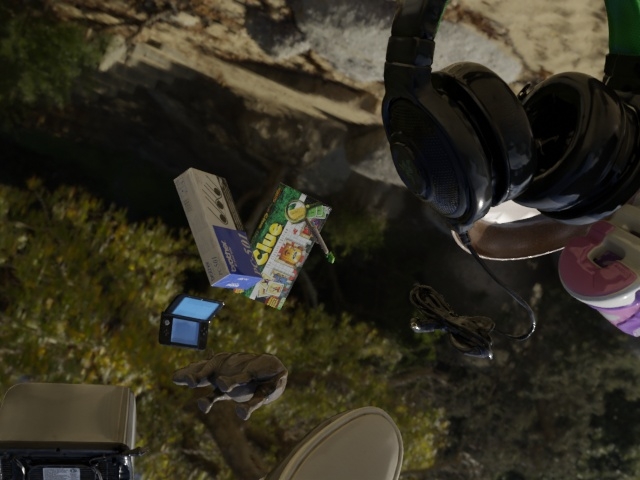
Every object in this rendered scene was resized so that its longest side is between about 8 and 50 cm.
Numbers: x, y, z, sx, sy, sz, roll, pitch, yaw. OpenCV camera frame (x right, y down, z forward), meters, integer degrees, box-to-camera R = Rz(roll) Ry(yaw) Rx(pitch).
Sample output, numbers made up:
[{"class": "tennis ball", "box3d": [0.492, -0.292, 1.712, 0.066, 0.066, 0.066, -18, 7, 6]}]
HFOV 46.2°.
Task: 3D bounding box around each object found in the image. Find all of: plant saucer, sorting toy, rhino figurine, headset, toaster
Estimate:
[{"class": "plant saucer", "box3d": [0.297, -0.086, 0.914, 0.311, 0.310, 0.050, 19, -139, -41]}, {"class": "sorting toy", "box3d": [0.000, 0.000, 1.302, 0.083, 0.012, 0.062, 62, 174, -23]}, {"class": "rhino figurine", "box3d": [-0.141, 0.203, 1.110, 0.106, 0.073, 0.243, -25, -167, -38]}, {"class": "headset", "box3d": [0.156, -0.085, 0.669, 0.243, 0.394, 0.185, -2, -164, -23]}, {"class": "toaster", "box3d": [-0.302, 0.267, 0.910, 0.186, 0.168, 0.110, 3, -144, -11]}]

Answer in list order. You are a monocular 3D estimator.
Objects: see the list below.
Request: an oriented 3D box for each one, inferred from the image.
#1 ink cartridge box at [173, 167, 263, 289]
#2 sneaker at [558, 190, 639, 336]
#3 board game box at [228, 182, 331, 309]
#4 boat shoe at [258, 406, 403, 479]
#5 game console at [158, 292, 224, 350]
[{"class": "ink cartridge box", "box3d": [-0.175, -0.019, 1.280, 0.097, 0.046, 0.207, 14, -131, -58]}, {"class": "sneaker", "box3d": [0.313, -0.007, 0.628, 0.104, 0.236, 0.095, 51, 180, -32]}, {"class": "board game box", "box3d": [-0.089, 0.015, 1.650, 0.136, 0.259, 0.030, 24, -175, -29]}, {"class": "boat shoe", "box3d": [-0.045, 0.272, 0.659, 0.095, 0.335, 0.112, -23, 107, 47]}, {"class": "game console", "box3d": [-0.280, 0.180, 1.637, 0.122, 0.107, 0.071, 17, 159, -39]}]
